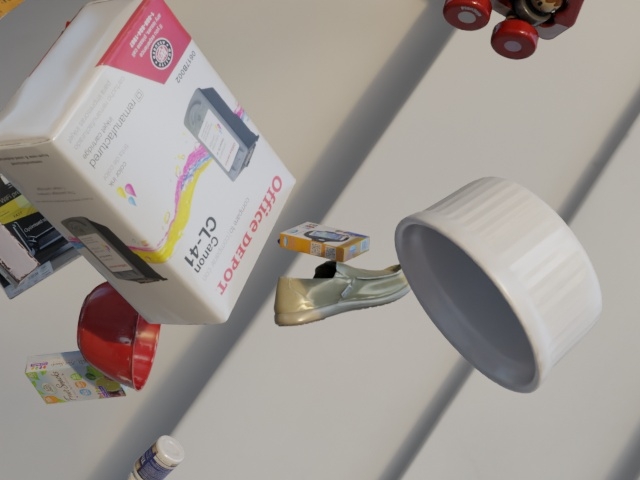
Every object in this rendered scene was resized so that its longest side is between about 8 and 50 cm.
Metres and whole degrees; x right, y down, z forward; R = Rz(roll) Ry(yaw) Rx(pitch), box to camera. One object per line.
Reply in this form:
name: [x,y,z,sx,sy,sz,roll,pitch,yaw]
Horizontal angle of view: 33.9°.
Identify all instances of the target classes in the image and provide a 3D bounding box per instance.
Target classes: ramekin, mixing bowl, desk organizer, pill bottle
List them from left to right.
desk organizer: [-0.534,0.014,1.762,0.130,0.050,0.047,48,-26,-5]
mixing bowl: [-0.301,0.127,1.556,0.098,0.181,0.181,8,-11,2]
pill bottle: [-0.336,0.454,2.123,0.067,0.120,0.067,37,22,-18]
ramekin: [0.235,0.050,1.374,0.277,0.135,0.277,48,-18,20]

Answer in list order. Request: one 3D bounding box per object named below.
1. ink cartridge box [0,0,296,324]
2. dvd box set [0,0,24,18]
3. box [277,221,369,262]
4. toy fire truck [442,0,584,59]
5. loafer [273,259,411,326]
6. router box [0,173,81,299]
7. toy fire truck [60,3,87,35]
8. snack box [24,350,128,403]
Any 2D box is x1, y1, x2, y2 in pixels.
ink cartridge box: [-0.186,-0.083,1.158,0.131,0.226,0.306,-2,-40,38]
dvd box set: [-0.359,-0.540,1.539,0.062,0.420,0.307,48,11,-52]
box: [0.000,0.000,1.666,0.136,0.028,0.081,16,22,29]
toy fire truck: [0.411,-0.523,2.152,0.302,0.169,0.254,26,-25,-19]
loafer: [0.041,0.074,1.767,0.102,0.269,0.092,-5,-82,61]
router box: [-0.520,-0.074,1.973,0.243,0.309,0.081,53,-18,12]
toy fire truck: [-0.414,-0.317,1.804,0.047,0.192,0.135,16,0,0]
snack box: [-0.396,0.222,1.717,0.141,0.037,0.100,-6,-42,7]
